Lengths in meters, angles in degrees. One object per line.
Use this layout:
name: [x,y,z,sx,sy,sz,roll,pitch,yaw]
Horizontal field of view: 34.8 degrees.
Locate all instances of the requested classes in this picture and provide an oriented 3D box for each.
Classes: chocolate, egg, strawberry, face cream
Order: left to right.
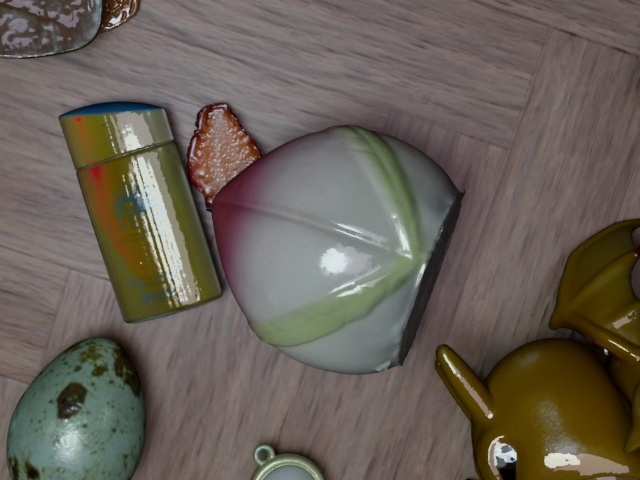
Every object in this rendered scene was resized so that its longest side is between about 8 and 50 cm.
chocolate: [-0.350,-0.350,1.268,0.157,0.080,0.253,-9,90,-2]
egg: [-0.303,0.235,1.290,0.169,0.169,0.231,18,87,-3]
face cream: [-0.230,-0.043,1.308,0.139,0.067,0.285,-16,96,8]
strawberry: [-0.120,-0.102,1.317,0.104,0.048,0.152,-7,88,6]

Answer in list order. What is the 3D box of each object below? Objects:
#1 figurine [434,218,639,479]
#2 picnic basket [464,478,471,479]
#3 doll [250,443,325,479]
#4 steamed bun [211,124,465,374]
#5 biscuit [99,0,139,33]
figurine: [0.356,0.180,1.251,0.387,0.401,0.268,-21,134,3]
picnic basket: [0.252,0.400,1.335,0.179,0.128,0.137,16,99,15]
doll: [-0.004,0.397,1.337,0.141,0.117,0.296,-33,96,0]
steamed bun: [0.000,0.000,1.214,0.310,0.309,0.309,0,96,-1]
biscuit: [-0.279,-0.308,1.305,0.091,0.015,0.078,-29,96,2]
